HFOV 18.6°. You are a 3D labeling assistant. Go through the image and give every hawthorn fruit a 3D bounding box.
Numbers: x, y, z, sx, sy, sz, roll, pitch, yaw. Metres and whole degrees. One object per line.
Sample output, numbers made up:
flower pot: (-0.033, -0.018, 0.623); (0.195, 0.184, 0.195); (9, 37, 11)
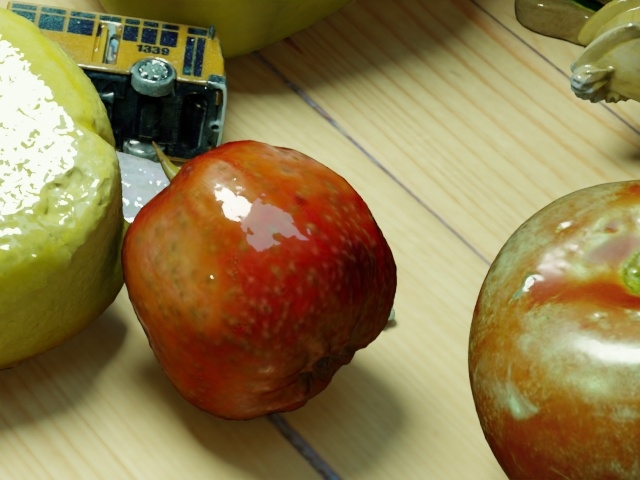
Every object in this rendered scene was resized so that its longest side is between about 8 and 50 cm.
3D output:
hawthorn fruit: (-0.055, 0.014, 1.305); (0.200, 0.179, 0.179); (45, 46, 13)

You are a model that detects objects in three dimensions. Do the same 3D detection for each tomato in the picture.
tomato: (0.233, 0.090, 1.280); (0.270, 0.222, 0.270); (-12, 35, 9)

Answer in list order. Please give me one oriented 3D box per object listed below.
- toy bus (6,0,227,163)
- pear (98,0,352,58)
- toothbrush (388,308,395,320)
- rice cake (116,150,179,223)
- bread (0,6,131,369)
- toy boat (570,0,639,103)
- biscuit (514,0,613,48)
toy bus: (-0.164, -0.124, 1.533); (0.182, 0.091, 0.103); (7, 39, -5)
pear: (-0.061, -0.351, 1.635); (0.362, 0.362, 0.418); (17, 59, 4)
toothbrush: (-0.002, 0.000, 1.486); (0.017, 0.014, 0.194); (-16, 47, -32)
rice cake: (-0.208, -0.038, 1.434); (0.399, 0.064, 0.070); (15, 49, 3)
bread: (-0.258, -0.032, 1.312); (0.270, 0.148, 0.270); (2, 60, -3)
toy boat: (0.353, -0.096, 1.628); (0.321, 0.121, 0.089); (24, 37, -10)
biscuit: (0.326, -0.166, 1.769); (0.320, 0.047, 0.183); (30, 38, 22)
